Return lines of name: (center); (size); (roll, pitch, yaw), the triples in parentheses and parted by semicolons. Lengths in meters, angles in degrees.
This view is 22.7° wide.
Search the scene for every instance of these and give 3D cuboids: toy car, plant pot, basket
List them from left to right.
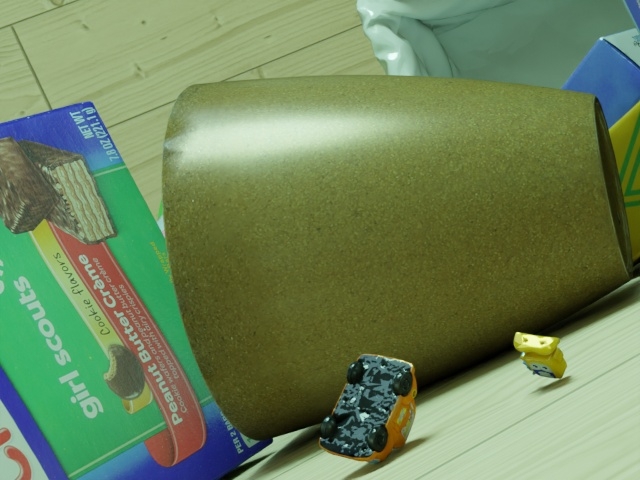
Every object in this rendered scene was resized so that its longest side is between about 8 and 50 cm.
plant pot: (0.061, -0.011, 1.013); (0.254, 0.237, 0.237); (-12, 3, 15)
toy car: (0.062, 0.084, 0.775); (0.122, 0.060, 0.040); (-8, -37, 25)
basket: (0.255, -0.169, 1.668); (0.328, 0.331, 0.266); (-25, -3, 7)

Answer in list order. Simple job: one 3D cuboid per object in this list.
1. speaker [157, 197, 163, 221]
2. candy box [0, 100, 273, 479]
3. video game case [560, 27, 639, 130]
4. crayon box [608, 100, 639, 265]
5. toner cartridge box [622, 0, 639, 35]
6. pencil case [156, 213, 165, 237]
speaker: (0.000, 0.000, 1.474); (0.296, 0.131, 0.131); (13, -27, -39)
candy box: (-0.209, 0.076, 0.960); (0.122, 0.268, 0.317); (-30, -3, 35)
video game case: (0.219, -0.064, 1.368); (0.269, 0.061, 0.244); (-54, -16, 26)
crayon box: (0.280, -0.083, 1.099); (0.203, 0.083, 0.323); (-28, -12, -45)
toner cartridge box: (0.234, -0.180, 0.847); (0.165, 0.348, 0.075); (-25, -2, -20)
pencil case: (-0.133, 0.082, 1.219); (0.273, 0.124, 0.113); (-53, -8, -42)
